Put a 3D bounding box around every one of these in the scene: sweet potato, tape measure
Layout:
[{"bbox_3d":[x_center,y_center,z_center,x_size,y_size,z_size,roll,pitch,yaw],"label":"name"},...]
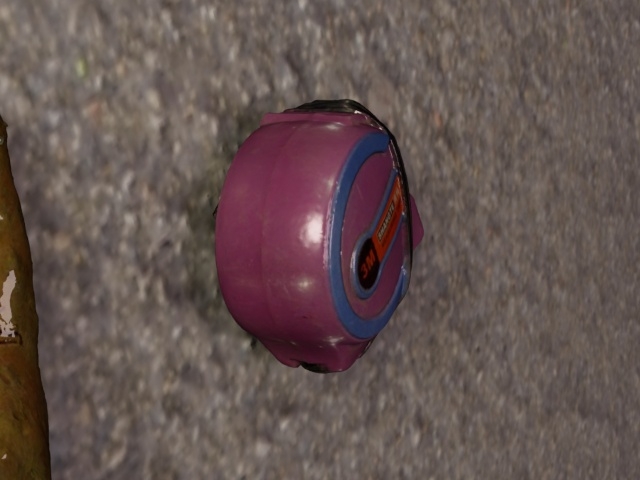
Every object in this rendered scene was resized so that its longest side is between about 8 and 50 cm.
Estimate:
[{"bbox_3d":[-0.130,0.079,0.551,0.075,0.075,0.269,27,66,-53],"label":"sweet potato"},{"bbox_3d":[0.000,0.000,0.738,0.118,0.074,0.125,-63,144,-40],"label":"tape measure"}]
